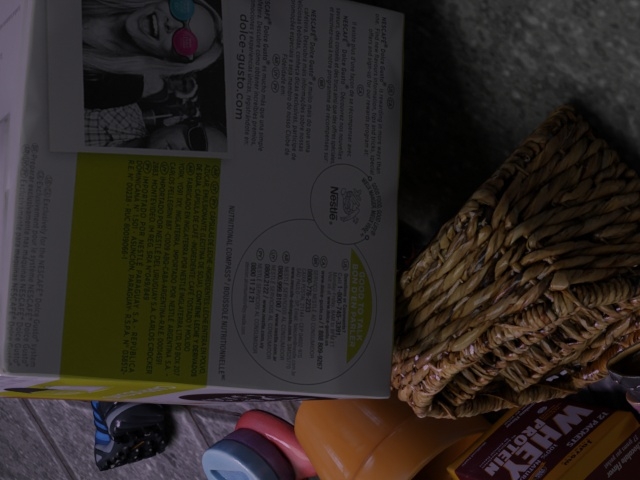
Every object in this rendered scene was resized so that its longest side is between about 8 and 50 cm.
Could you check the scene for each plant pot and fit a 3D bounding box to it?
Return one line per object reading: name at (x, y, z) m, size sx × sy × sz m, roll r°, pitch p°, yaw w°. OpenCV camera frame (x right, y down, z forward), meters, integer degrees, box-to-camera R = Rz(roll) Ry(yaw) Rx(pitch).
plant pot at (0.075, 0.239, 1.471) m, size 0.188 × 0.205 × 0.205 m, roll 40°, pitch 148°, yaw 36°

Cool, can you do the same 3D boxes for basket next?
basket at (0.181, 0.070, 1.155) m, size 0.223 × 0.213 × 0.299 m, roll 44°, pitch 145°, yaw 3°

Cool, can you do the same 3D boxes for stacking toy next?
stacking toy at (-0.061, 0.406, 1.818) m, size 0.279 × 0.130 × 0.309 m, roll 35°, pitch 144°, yaw 16°

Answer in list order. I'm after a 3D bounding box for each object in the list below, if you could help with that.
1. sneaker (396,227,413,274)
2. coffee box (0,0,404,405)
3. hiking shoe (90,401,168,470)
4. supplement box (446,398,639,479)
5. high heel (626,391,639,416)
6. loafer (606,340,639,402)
sneaker at (0.000, 0.000, 1.397) m, size 0.221 × 0.083 × 0.087 m, roll 32°, pitch 151°, yaw 25°
coffee box at (-0.150, -0.028, 1.147) m, size 0.337 × 0.334 × 0.338 m, roll -15°, pitch 71°, yaw 60°
hiking shoe at (-0.293, 0.256, 1.961) m, size 0.304 × 0.113 × 0.132 m, roll 120°, pitch 133°, yaw -60°
supplement box at (0.263, 0.272, 1.298) m, size 0.191 × 0.129 × 0.194 m, roll 55°, pitch 163°, yaw -12°
high heel at (0.397, 0.173, 1.159) m, size 0.244 × 0.082 × 0.117 m, roll -11°, pitch 127°, yaw 45°
loafer at (0.328, 0.097, 1.129) m, size 0.061 × 0.062 × 0.170 m, roll 24°, pitch 136°, yaw -34°
